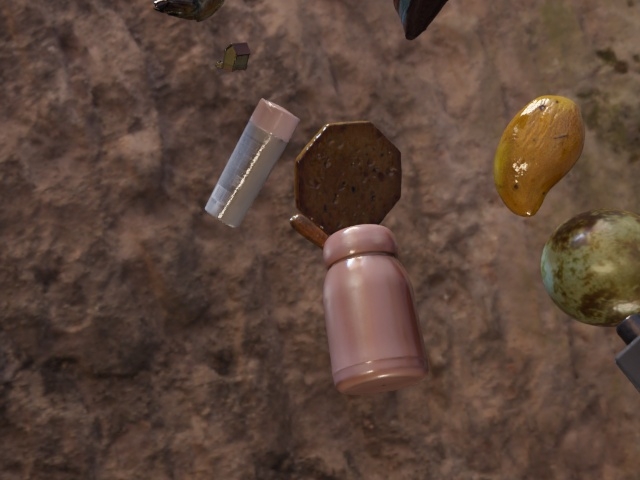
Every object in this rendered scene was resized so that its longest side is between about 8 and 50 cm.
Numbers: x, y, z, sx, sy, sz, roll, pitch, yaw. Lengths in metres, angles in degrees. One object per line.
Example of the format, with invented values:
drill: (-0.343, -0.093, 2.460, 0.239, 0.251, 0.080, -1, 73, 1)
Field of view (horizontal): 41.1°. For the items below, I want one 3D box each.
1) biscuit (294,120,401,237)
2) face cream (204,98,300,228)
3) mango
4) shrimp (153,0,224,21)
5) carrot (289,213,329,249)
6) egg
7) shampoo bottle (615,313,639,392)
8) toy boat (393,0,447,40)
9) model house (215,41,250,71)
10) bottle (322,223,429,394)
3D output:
biscuit: (0.081, -0.177, 2.480, 0.359, 0.046, 0.359, -5, -78, -23)
face cream: (-0.145, -0.161, 1.792, 0.269, 0.107, 0.073, -61, -29, 7)
mango: (0.436, -0.177, 1.709, 0.109, 0.157, 0.262, 85, -150, -74)
shrimp: (-0.304, -0.570, 1.771, 0.365, 0.071, 0.233, -21, -63, -48)
carrot: (0.000, 0.000, 2.168, 0.191, 0.047, 0.047, 40, -143, -16)
egg: (0.587, 0.055, 1.702, 0.238, 0.290, 0.238, -10, -79, -62)
shampoo bottle: (0.470, 0.197, 1.089, 0.080, 0.079, 0.246, 11, -143, -45)
toy boat: (0.222, -0.523, 1.735, 0.392, 0.136, 0.079, 123, 140, -72)
model house: (-0.177, -0.387, 1.777, 0.083, 0.057, 0.058, -28, -44, -58)
bottle: (0.085, 0.125, 1.566, 0.206, 0.173, 0.296, 105, 156, -69)
